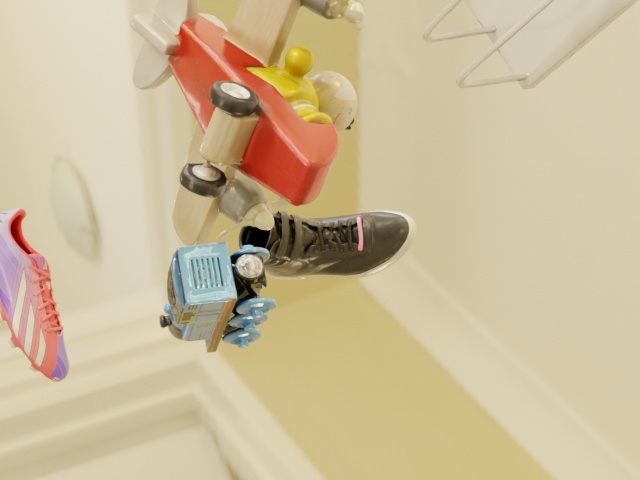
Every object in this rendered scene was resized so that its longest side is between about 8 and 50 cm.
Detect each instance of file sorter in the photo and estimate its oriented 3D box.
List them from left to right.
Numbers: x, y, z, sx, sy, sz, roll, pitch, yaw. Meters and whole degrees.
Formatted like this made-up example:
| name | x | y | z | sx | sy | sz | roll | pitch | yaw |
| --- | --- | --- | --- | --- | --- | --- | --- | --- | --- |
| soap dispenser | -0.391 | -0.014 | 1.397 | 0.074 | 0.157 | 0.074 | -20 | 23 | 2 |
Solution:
| name | x | y | z | sx | sy | sz | roll | pitch | yaw |
| --- | --- | --- | --- | --- | --- | --- | --- | --- | --- |
| file sorter | 0.167 | -0.315 | 1.473 | 0.193 | 0.173 | 0.277 | -41 | -106 | 37 |

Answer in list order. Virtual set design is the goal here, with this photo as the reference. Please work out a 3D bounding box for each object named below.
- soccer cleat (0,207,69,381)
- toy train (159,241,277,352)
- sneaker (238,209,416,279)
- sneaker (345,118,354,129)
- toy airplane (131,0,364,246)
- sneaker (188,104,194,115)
| name | x | y | z | sx | sy | sz | roll | pitch | yaw |
| --- | --- | --- | --- | --- | --- | --- | --- | --- | --- |
| soccer cleat | -0.401 | 0.075 | 1.991 | 0.248 | 0.095 | 0.083 | 61 | 7 | 6 |
| toy train | -0.108 | 0.060 | 1.481 | 0.184 | 0.105 | 0.080 | 119 | -35 | -65 |
| sneaker | 0.000 | 0.000 | 2.317 | 0.296 | 0.147 | 0.104 | -10 | -108 | 28 |
| sneaker | 0.012 | -0.182 | 2.148 | 0.162 | 0.073 | 0.063 | -71 | 157 | -50 |
| toy airplane | -0.086 | -0.200 | 1.881 | 0.386 | 0.272 | 0.384 | -20 | -112 | 58 |
| sneaker | -0.199 | -0.304 | 2.786 | 0.330 | 0.130 | 0.147 | 50 | -17 | 56 |
